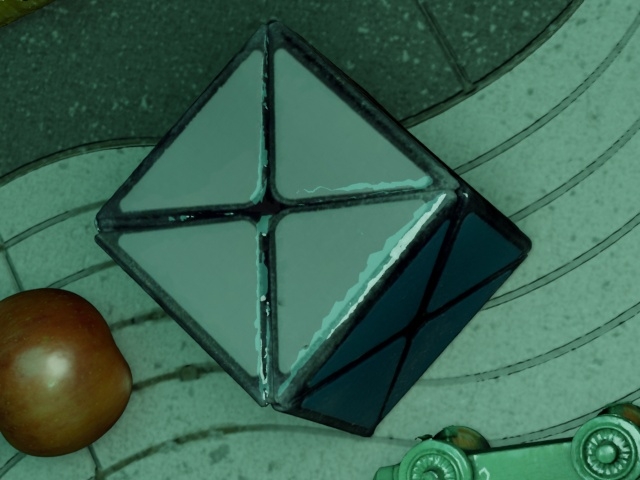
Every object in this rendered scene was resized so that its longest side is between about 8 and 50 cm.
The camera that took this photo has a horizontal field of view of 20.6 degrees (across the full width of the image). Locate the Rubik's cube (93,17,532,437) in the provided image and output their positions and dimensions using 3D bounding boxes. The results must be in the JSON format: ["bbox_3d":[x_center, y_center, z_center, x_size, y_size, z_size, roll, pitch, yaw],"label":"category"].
[{"bbox_3d":[0.000,0.000,1.571,0.260,0.259,0.255,-49,66,8],"label":"Rubik's cube"}]

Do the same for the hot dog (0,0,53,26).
[{"bbox_3d":[-0.335,-0.264,1.855,0.286,0.061,0.088,-31,81,12],"label":"hot dog"}]

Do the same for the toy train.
[{"bbox_3d":[0.190,0.241,1.531,0.285,0.116,0.177,-10,87,16],"label":"toy train"}]

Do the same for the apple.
[{"bbox_3d":[-0.257,0.124,1.685,0.139,0.163,0.163,-31,69,-4],"label":"apple"}]
